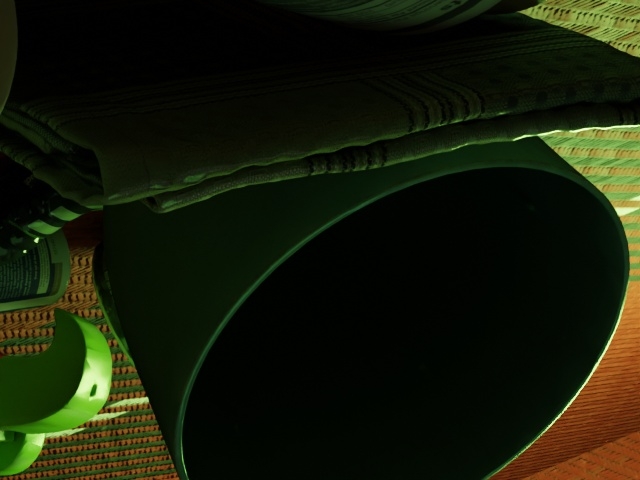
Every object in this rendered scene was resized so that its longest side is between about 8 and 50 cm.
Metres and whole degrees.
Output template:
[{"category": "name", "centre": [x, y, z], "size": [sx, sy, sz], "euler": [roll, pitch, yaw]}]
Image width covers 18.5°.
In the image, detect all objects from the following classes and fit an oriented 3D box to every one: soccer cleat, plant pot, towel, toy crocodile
[{"category": "soccer cleat", "centre": [-0.176, -0.034, 1.256], "size": [0.179, 0.060, 0.072], "euler": [-23, 153, -23]}, {"category": "plant pot", "centre": [0.000, 0.000, 1.194], "size": [0.293, 0.235, 0.293], "euler": [-19, 137, -19]}, {"category": "towel", "centre": [-0.037, -0.082, 0.978], "size": [0.324, 0.312, 0.056], "euler": [-10, 114, -29]}, {"category": "toy crocodile", "centre": [-0.301, 0.111, 1.358], "size": [0.340, 0.105, 0.115], "euler": [-6, 168, 27]}]

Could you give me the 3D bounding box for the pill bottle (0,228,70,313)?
[{"category": "pill bottle", "centre": [-0.232, 0.018, 1.300], "size": [0.120, 0.067, 0.067], "euler": [-8, 156, -40]}]

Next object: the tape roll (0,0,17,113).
[{"category": "tape roll", "centre": [-0.259, -0.078, 0.724], "size": [0.169, 0.246, 0.246], "euler": [-36, 158, 35]}]

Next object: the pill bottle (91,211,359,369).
[{"category": "pill bottle", "centre": [-0.030, 0.005, 1.410], "size": [0.245, 0.130, 0.130], "euler": [-27, 161, 12]}]

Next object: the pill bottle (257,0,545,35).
[{"category": "pill bottle", "centre": [0.008, -0.185, 0.858], "size": [0.176, 0.176, 0.318], "euler": [-33, 160, 26]}]
